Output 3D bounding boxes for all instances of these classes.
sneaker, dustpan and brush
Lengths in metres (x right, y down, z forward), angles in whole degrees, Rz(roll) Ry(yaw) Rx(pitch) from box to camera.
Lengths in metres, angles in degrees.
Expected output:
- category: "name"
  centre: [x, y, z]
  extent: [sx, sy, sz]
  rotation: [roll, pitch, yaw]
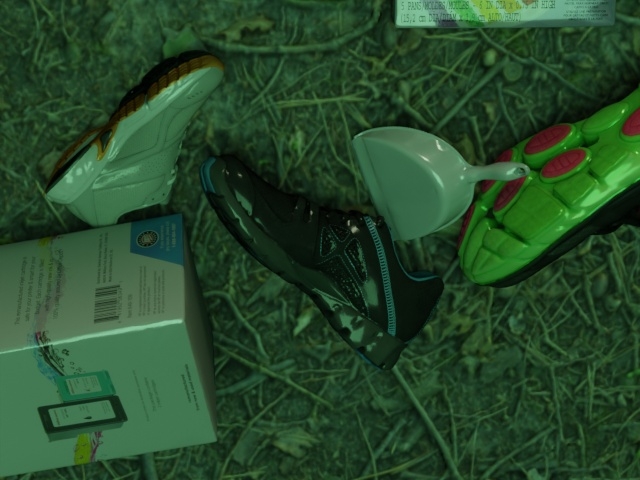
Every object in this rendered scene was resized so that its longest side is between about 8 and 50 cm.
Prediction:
- category: "sneaker"
  centre: [0.000, 0.000, 1.751]
  extent: [0.341, 0.125, 0.139]
  rotation: [43, 88, -21]
- category: "dustpan and brush"
  centre: [0.147, -0.071, 1.716]
  extent: [0.060, 0.211, 0.147]
  rotation: [-37, 116, -35]
- category: "sneaker"
  centre: [-0.194, -0.109, 1.716]
  extent: [0.262, 0.099, 0.121]
  rotation: [-39, 113, 18]
- category: "sneaker"
  centre: [0.372, -0.067, 1.692]
  extent: [0.483, 0.185, 0.202]
  rotation: [-32, 123, 20]

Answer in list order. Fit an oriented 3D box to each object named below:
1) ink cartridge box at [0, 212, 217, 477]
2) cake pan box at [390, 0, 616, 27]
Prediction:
- category: "ink cartridge box"
  centre: [-0.271, 0.121, 1.701]
  extent: [0.270, 0.198, 0.197]
  rotation: [-9, 128, 2]
- category: "cake pan box"
  centre: [0.201, -0.362, 1.653]
  extent: [0.267, 0.070, 0.245]
  rotation: [1, 106, -2]
